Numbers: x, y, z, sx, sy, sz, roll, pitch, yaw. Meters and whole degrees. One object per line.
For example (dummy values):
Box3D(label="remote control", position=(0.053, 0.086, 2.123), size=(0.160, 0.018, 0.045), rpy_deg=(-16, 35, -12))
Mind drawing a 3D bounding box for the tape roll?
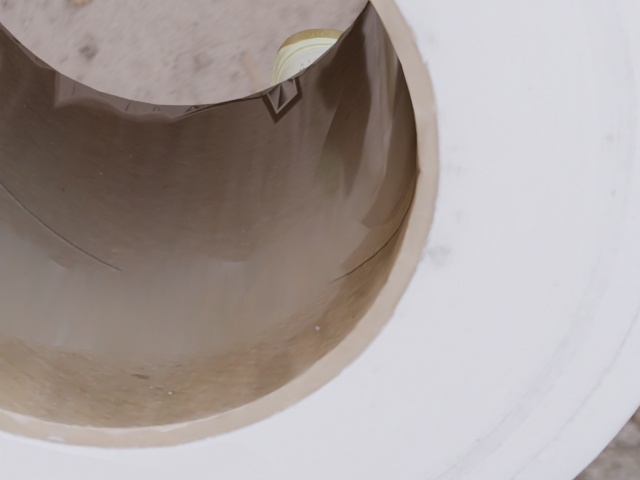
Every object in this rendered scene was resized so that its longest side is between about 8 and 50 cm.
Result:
Box3D(label="tape roll", position=(-0.041, -0.055, 0.390), size=(0.246, 0.169, 0.246), rpy_deg=(1, 119, 1))

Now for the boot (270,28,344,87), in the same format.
Box3D(label="boot", position=(0.000, 0.000, 1.056), size=(0.077, 0.213, 0.165), rpy_deg=(-1, 44, -4))
